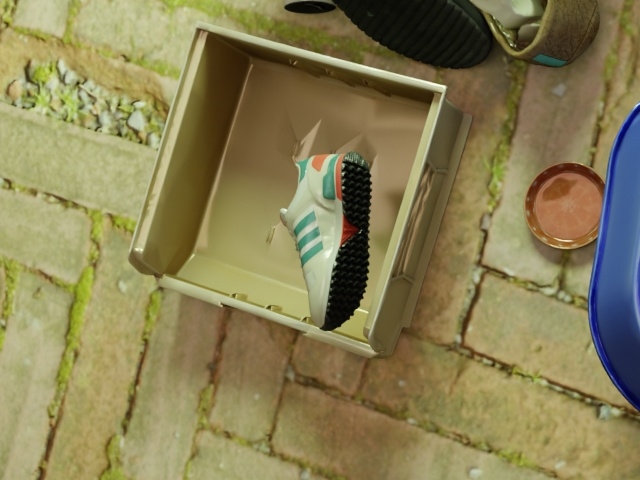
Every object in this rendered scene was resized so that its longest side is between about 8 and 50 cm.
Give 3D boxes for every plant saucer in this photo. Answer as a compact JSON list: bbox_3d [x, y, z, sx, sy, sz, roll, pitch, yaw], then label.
[{"bbox_3d":[0.234,-0.033,1.350,0.083,0.013,0.084,-2,84,19],"label":"plant saucer"}]

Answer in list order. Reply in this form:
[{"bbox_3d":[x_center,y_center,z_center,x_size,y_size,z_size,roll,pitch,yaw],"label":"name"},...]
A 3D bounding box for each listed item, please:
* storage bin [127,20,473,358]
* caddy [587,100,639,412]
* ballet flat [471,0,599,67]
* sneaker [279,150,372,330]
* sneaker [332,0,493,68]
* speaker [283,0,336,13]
[{"bbox_3d":[-0.021,-0.046,1.388,0.262,0.123,0.260,17,91,20],"label":"storage bin"},{"bbox_3d":[0.362,0.004,1.216,0.241,0.179,0.341,11,83,0],"label":"caddy"},{"bbox_3d":[0.135,-0.308,1.318,0.116,0.124,0.342,-28,88,41],"label":"ballet flat"},{"bbox_3d":[0.000,0.000,1.290,0.075,0.057,0.161,4,88,37],"label":"sneaker"},{"bbox_3d":[0.046,-0.300,1.365,0.330,0.122,0.146,36,62,-9],"label":"sneaker"},{"bbox_3d":[-0.011,-0.298,1.442,0.055,0.055,0.136,-2,85,20],"label":"speaker"}]
